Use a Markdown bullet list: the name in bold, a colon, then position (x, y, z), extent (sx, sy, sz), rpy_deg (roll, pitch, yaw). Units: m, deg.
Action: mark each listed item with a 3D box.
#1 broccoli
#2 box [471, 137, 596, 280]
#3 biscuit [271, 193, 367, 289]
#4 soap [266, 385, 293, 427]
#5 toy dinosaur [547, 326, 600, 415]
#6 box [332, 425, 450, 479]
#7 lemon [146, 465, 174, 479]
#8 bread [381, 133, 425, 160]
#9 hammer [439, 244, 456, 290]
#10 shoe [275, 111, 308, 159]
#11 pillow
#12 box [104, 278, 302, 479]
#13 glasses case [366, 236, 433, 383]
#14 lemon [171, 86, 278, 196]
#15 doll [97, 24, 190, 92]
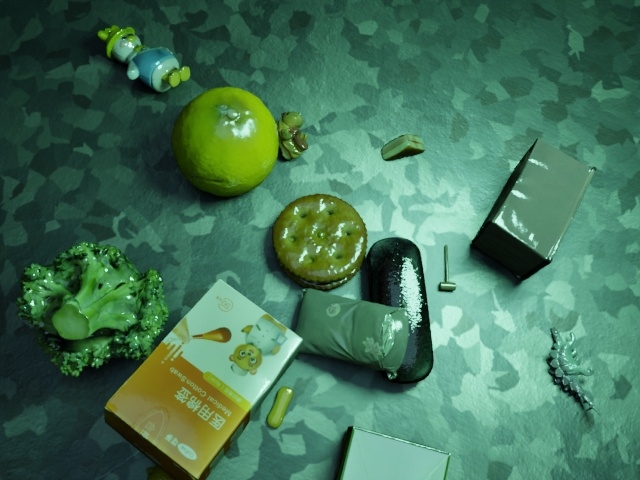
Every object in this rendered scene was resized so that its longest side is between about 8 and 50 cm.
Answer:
- **broccoli**: position (-0.456, 0.142, 1.280), extent (0.288, 0.235, 0.260), rpy_deg (-12, 38, 1)
- **box**: position (0.470, -0.069, 1.420), extent (0.153, 0.188, 0.252), rpy_deg (32, 75, 7)
- **biscuit**: position (0.000, 0.000, 1.433), extent (0.220, 0.066, 0.220), rpy_deg (1, 68, -2)
- **soap**: position (-0.085, 0.350, 1.336), extent (0.034, 0.012, 0.089), rpy_deg (23, 72, 5)
- **toy dinosaur**: position (0.545, 0.285, 1.380), extent (0.082, 0.039, 0.209), rpy_deg (-19, 63, -6)
- **box**: position (0.128, 0.474, 1.237), extent (0.195, 0.148, 0.177), rpy_deg (15, 74, 1)
- **lemon**: position (-0.295, 0.480, 1.246), extent (0.111, 0.082, 0.082), rpy_deg (37, 73, 13)
- **bread**: position (0.201, -0.227, 1.523), extent (0.109, 0.062, 0.043), rpy_deg (-15, 74, -5)
- **hammer**: position (0.289, 0.061, 1.454), extent (0.035, 0.019, 0.110), rpy_deg (3, 69, -2)
- **shoe**: position (-0.064, -0.250, 1.511), extent (0.069, 0.072, 0.109), rpy_deg (-15, 63, 32)
- **pillow**: position (0.058, 0.189, 1.329), extent (0.255, 0.059, 0.169), rpy_deg (7, 80, 22)
- **box**: position (-0.225, 0.281, 1.250), extent (0.225, 0.143, 0.341), rpy_deg (35, 62, 9)
- **glasses case**: position (0.171, 0.149, 1.382), extent (0.122, 0.082, 0.321), rpy_deg (-4, 72, -2)
- **lemon**: position (-0.210, -0.228, 1.416), extent (0.240, 0.219, 0.240), rpy_deg (3, 69, -7)
- **doll**: position (-0.432, -0.441, 1.538), extent (0.241, 0.099, 0.135), rpy_deg (36, 78, 7)
